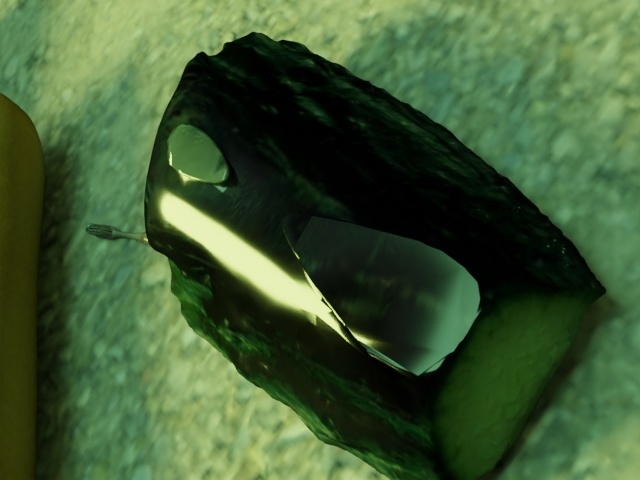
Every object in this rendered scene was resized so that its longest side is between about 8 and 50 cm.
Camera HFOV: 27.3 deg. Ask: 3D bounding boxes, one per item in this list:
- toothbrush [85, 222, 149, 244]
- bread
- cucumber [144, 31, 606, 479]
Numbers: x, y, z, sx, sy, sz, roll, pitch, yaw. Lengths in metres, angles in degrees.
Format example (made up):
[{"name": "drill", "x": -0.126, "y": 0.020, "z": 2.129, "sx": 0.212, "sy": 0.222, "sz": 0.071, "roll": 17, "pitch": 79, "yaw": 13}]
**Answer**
[{"name": "toothbrush", "x": -0.070, "y": -0.001, "z": 0.563, "sx": 0.097, "sy": 0.008, "sz": 0.006, "roll": 7, "pitch": 86, "yaw": 45}, {"name": "bread", "x": -0.166, "y": 0.037, "z": 0.582, "sx": 0.093, "sy": 0.074, "sz": 0.239, "roll": -15, "pitch": 54, "yaw": 13}, {"name": "cucumber", "x": 0.000, "y": 0.000, "z": 0.447, "sx": 0.193, "sy": 0.086, "sz": 0.115, "roll": 37, "pitch": 93, "yaw": 42}]
